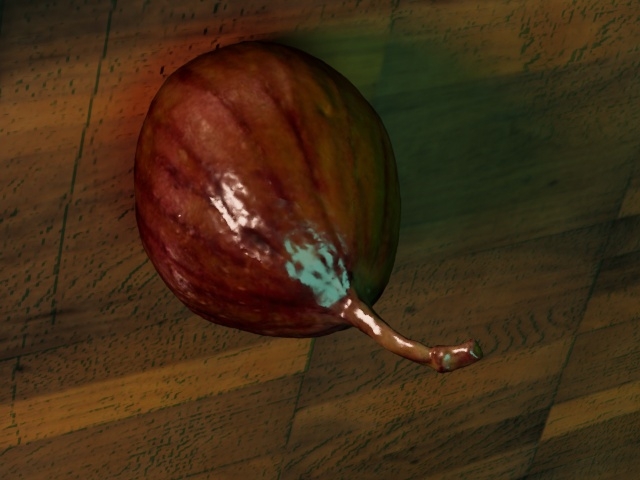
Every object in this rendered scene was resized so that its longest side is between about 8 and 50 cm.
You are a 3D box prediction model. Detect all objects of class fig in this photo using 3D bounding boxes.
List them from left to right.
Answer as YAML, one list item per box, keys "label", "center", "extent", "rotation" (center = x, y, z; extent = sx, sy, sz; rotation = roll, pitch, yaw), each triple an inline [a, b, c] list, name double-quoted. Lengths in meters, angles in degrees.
- label: "fig"
  center: [-0.023, -0.005, 1.006]
  extent: [0.148, 0.202, 0.149]
  rotation: [-10, 168, -17]
